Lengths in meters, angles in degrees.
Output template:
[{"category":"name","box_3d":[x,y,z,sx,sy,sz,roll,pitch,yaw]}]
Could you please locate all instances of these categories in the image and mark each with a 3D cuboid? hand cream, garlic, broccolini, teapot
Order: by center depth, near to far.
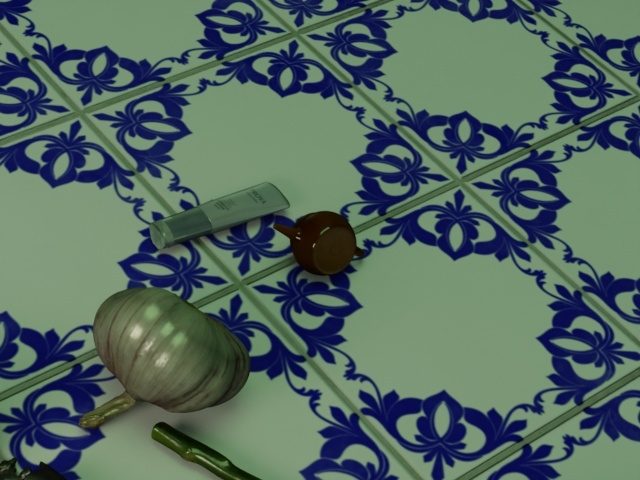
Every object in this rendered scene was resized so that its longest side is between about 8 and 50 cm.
[{"category":"broccolini","box_3d":[-0.064,0.350,2.111,0.392,0.074,0.079,27,88,17]},{"category":"garlic","box_3d":[-0.259,0.192,2.155,0.245,0.245,0.253,39,87,26]},{"category":"teapot","box_3d":[0.000,0.000,2.443,0.173,0.116,0.116,14,37,-37]},{"category":"hand cream","box_3d":[-0.171,-0.043,2.484,0.255,0.048,0.079,-21,51,-29]}]

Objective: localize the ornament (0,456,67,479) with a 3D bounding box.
[{"category":"ornament","box_3d":[-0.431,0.398,1.972,0.260,0.106,0.251,22,43,19]}]
